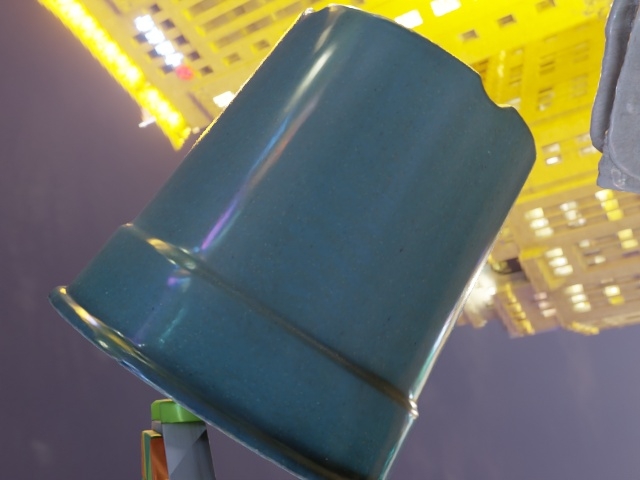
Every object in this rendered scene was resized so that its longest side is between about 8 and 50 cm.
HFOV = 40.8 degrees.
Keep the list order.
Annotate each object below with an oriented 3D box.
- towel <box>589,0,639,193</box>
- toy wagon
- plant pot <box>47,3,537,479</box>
[{"bbox_3d":[0.271,-0.150,0.490,0.049,0.187,0.282,-89,9,-67],"label":"towel"},{"bbox_3d":[-0.136,0.290,0.845,0.068,0.344,0.267,-2,-100,-16],"label":"toy wagon"},{"bbox_3d":[0.000,0.000,0.766,0.341,0.341,0.334,39,-100,-41],"label":"plant pot"}]
